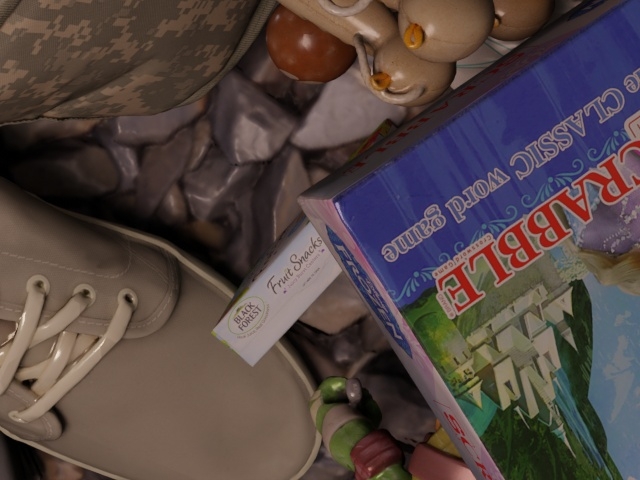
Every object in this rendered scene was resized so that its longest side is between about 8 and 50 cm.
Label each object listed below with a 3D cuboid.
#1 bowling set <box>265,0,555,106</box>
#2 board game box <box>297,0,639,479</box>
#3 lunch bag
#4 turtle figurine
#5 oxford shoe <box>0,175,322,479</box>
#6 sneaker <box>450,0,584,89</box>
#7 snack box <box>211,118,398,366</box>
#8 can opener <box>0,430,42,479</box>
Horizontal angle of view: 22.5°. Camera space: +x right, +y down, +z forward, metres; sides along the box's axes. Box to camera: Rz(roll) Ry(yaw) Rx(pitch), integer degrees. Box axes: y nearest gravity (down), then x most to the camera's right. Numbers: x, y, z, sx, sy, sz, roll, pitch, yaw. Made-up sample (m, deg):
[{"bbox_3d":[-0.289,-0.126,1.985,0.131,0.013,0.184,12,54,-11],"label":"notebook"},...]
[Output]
[{"bbox_3d":[0.065,-0.139,0.846,0.154,0.287,0.200,41,143,16],"label":"bowling set"},{"bbox_3d":[0.204,0.023,0.809,0.318,0.066,0.318,-35,102,-10],"label":"board game box"},{"bbox_3d":[-0.117,-0.184,0.838,0.169,0.235,0.287,39,113,20],"label":"lunch bag"},{"bbox_3d":[0.106,0.085,0.940,0.198,0.274,0.266,23,109,29],"label":"turtle figurine"},{"bbox_3d":[-0.186,0.044,0.964,0.449,0.130,0.169,36,102,-22],"label":"oxford shoe"},{"bbox_3d":[0.137,-0.117,0.924,0.152,0.054,0.061,1,115,20],"label":"sneaker"},{"bbox_3d":[0.000,0.000,0.966,0.037,0.100,0.141,40,113,-4],"label":"snack box"},{"bbox_3d":[-0.192,0.233,1.054,0.074,0.093,0.280,-27,75,-4],"label":"can opener"}]
